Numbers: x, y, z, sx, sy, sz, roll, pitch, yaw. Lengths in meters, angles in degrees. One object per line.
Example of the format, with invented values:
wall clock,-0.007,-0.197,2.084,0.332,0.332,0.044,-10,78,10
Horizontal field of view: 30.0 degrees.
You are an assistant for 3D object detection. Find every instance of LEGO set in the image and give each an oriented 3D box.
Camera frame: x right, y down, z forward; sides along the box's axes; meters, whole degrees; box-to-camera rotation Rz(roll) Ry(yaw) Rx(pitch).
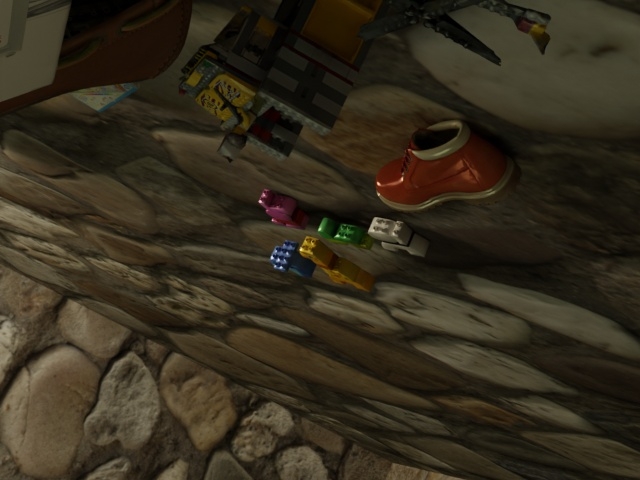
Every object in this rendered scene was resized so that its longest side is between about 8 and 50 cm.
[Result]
LEGO set,-0.043,-0.166,0.654,0.255,0.192,0.331,30,164,-22
LEGO set,0.000,0.000,1.395,0.227,0.087,0.093,12,161,37

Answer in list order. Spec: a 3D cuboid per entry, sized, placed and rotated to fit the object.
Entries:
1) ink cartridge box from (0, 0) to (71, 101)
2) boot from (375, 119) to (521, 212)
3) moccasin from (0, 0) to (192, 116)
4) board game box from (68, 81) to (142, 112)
ink cartridge box,-0.221,-0.214,0.643,0.207,0.117,0.283,64,156,9
boot,0.094,-0.071,1.063,0.085,0.059,0.158,37,153,-32
moccasin,-0.263,-0.149,0.854,0.380,0.139,0.147,-13,157,-26
board game box,-0.253,-0.184,1.265,0.103,0.026,0.154,30,165,-21
